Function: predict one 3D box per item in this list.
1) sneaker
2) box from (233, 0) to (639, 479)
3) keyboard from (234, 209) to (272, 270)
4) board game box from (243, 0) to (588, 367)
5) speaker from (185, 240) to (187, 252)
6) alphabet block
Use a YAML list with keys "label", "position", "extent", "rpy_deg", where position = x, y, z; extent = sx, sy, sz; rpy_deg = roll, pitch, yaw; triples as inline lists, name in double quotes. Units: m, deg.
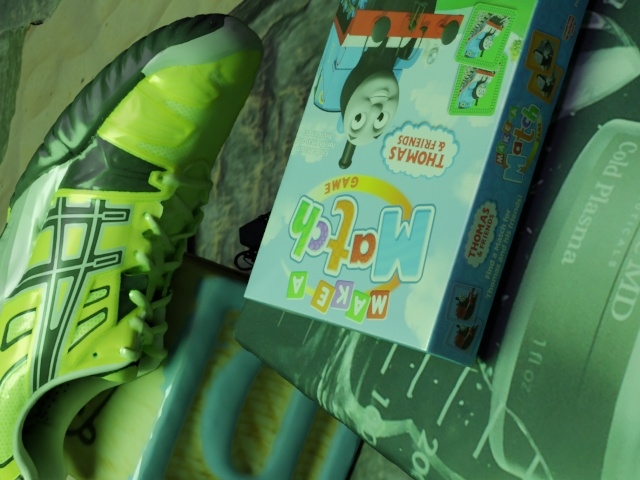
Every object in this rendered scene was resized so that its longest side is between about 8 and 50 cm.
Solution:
- label: "sneaker"
  position: [-0.147, 0.015, 1.224]
  extent: [0.147, 0.145, 0.385]
  rpy_deg: [40, 103, 18]
- label: "box"
  position: [0.268, -0.033, 0.917]
  extent: [0.472, 0.297, 0.480]
  rpy_deg: [32, 98, 49]
- label: "keyboard"
  position: [0.000, 0.000, 1.372]
  extent: [0.100, 0.038, 0.192]
  rpy_deg: [-34, 31, -24]
- label: "board game box"
  position: [0.049, -0.052, 0.914]
  extent: [0.160, 0.039, 0.211]
  rpy_deg: [13, 85, 52]
- label: "speaker"
  position: [-0.147, 0.012, 1.564]
  extent: [0.055, 0.055, 0.136]
  rpy_deg: [-25, 55, 41]
- label: "alphabet block"
  position: [-0.095, 0.114, 1.348]
  extent: [0.197, 0.193, 0.192]
  rpy_deg: [19, 86, 51]
